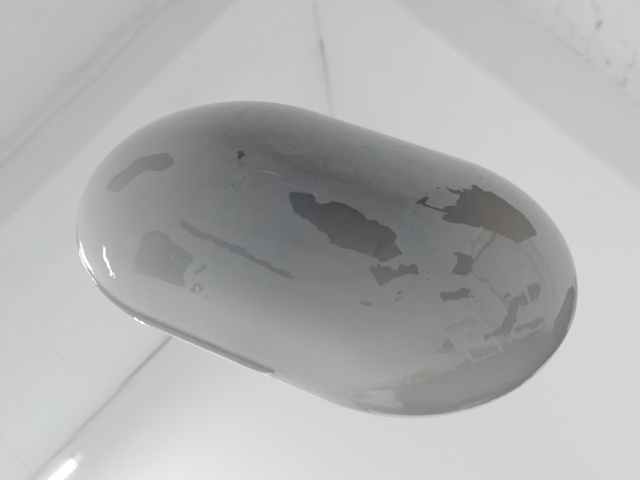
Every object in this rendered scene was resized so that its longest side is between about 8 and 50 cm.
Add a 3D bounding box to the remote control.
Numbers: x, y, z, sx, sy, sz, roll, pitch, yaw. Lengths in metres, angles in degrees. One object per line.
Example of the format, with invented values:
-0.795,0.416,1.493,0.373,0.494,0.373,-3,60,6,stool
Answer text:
0.000,0.000,0.661,0.221,0.332,0.103,-50,-26,-43,remote control
